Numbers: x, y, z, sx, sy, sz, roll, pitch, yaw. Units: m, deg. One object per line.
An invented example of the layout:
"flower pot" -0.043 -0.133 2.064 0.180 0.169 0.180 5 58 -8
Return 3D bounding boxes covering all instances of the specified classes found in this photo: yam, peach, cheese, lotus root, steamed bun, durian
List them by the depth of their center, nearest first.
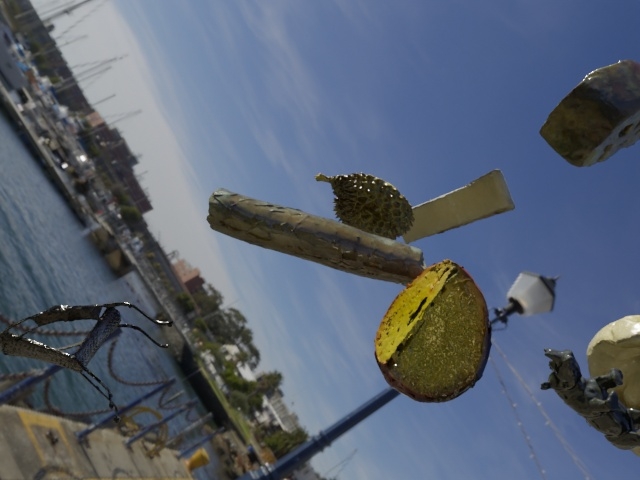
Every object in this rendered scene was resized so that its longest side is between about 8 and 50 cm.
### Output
"peach" 0.132 0.104 0.685 0.092 0.127 0.172 -141 -119 -79
"yam" 0.000 0.000 0.791 0.071 0.318 0.067 -81 -170 -51
"durian" 0.077 -0.066 1.064 0.208 0.102 0.146 33 -28 1
"lotus root" 0.553 -0.247 1.096 0.119 0.235 0.138 56 -10 31
"steamed bun" 0.772 0.326 1.220 0.230 0.325 0.372 -2 74 -80
"cheese" 0.269 -0.060 1.228 0.085 0.034 0.400 64 -22 0

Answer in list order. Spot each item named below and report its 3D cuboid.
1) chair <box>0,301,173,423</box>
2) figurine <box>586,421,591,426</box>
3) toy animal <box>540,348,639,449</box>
"chair" -0.356 0.159 0.871 0.213 0.149 0.174 26 -30 -1
"figurine" 0.805 0.401 1.459 0.142 0.264 0.189 5 67 -60
"toy animal" 0.268 0.153 0.564 0.136 0.047 0.065 39 -36 -4
